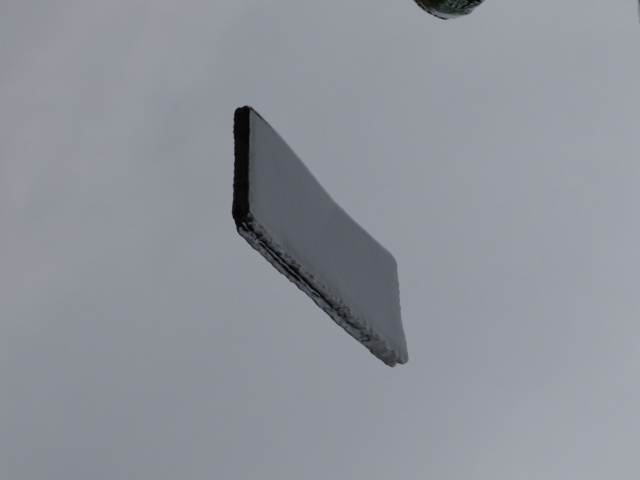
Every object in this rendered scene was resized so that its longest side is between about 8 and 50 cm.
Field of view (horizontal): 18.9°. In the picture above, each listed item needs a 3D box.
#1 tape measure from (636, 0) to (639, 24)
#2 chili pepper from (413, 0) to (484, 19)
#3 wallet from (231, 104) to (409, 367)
[{"bbox_3d":[0.335,-0.093,1.441,0.133,0.231,0.271,-19,-131,10],"label":"tape measure"},{"bbox_3d":[0.095,-0.317,1.923,0.148,0.116,0.264,-60,-146,21],"label":"chili pepper"},{"bbox_3d":[-0.001,0.000,1.579,0.025,0.244,0.124,-23,-133,24],"label":"wallet"}]
